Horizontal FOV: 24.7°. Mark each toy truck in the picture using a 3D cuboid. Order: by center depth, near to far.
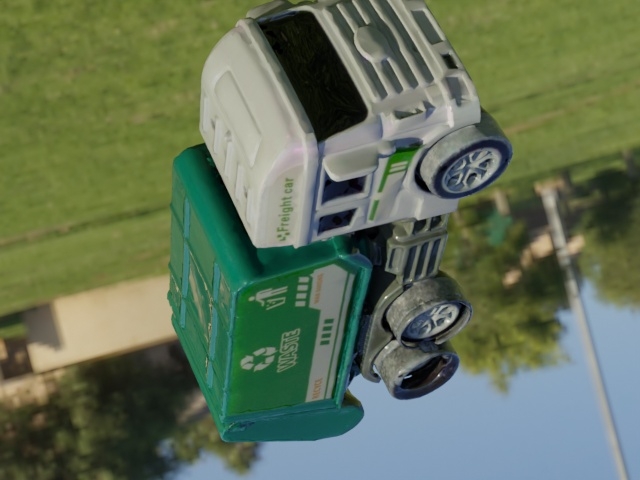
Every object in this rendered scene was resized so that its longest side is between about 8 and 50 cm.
[{"bbox_3d":[0.000,0.000,0.671,0.124,0.114,0.253,-17,147,-17],"label":"toy truck"}]
